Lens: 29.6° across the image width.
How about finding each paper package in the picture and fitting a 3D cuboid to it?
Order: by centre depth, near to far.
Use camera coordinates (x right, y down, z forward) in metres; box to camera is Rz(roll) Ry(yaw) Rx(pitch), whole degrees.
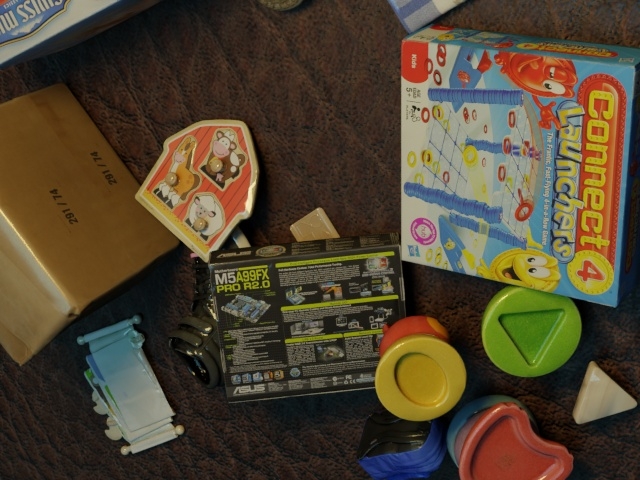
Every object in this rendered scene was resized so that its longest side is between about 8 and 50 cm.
[{"bbox_3d":[-0.412,-0.033,1.791,0.168,0.309,0.325,-38,90,31],"label":"paper package"}]

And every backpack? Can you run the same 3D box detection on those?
[{"bbox_3d":[0.130,0.296,1.767,0.120,0.098,0.101,-19,129,33],"label":"backpack"}]

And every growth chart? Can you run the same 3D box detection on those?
[{"bbox_3d":[-0.324,0.247,2.031,0.172,0.021,0.237,-14,102,32],"label":"growth chart"}]

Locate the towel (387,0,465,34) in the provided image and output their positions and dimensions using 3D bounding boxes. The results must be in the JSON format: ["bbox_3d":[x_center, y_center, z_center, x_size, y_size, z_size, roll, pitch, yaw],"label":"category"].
[{"bbox_3d":[0.164,-0.410,1.500,0.285,0.034,0.209,-31,96,35],"label":"towel"}]

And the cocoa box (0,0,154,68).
[{"bbox_3d":[-0.328,-0.403,1.643,0.347,0.231,0.228,-19,99,32],"label":"cocoa box"}]

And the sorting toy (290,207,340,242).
[{"bbox_3d":[0.000,0.000,1.763,0.062,0.012,0.083,-32,89,29],"label":"sorting toy"}]

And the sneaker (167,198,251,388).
[{"bbox_3d":[-0.166,0.087,1.795,0.104,0.147,0.295,-1,112,56],"label":"sneaker"}]

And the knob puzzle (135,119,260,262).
[{"bbox_3d":[-0.169,-0.094,1.761,0.213,0.030,0.213,-5,79,27],"label":"knob puzzle"}]

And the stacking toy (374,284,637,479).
[{"bbox_3d":[0.246,0.186,1.656,0.279,0.130,0.309,-36,108,8],"label":"stacking toy"}]

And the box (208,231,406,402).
[{"bbox_3d":[-0.012,0.110,1.718,0.270,0.060,0.216,-7,108,1],"label":"box"}]

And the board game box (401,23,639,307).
[{"bbox_3d":[0.252,-0.098,1.519,0.302,0.086,0.308,12,116,31],"label":"board game box"}]

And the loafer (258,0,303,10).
[{"bbox_3d":[-0.080,-0.432,1.589,0.102,0.092,0.268,-6,123,31],"label":"loafer"}]
